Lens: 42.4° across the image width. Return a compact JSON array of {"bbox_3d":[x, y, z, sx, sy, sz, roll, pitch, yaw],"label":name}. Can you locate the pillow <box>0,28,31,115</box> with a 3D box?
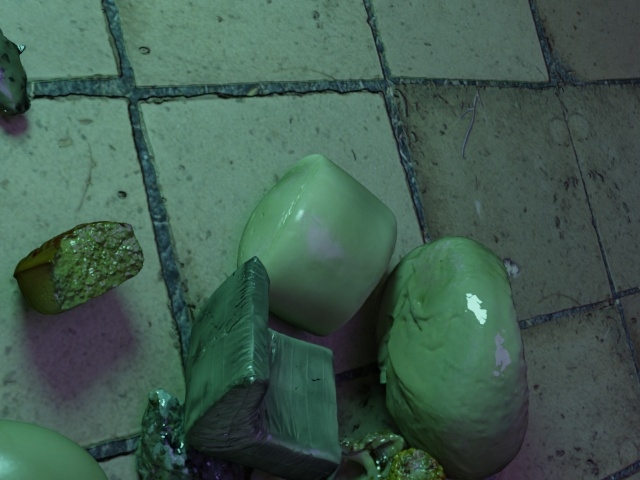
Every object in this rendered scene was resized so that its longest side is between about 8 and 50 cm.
[{"bbox_3d":[-0.445,-0.255,1.010,0.241,0.051,0.093,40,62,-20],"label":"pillow"}]

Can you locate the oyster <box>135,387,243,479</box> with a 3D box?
[{"bbox_3d":[-0.170,0.279,1.053,0.177,0.064,0.125,41,51,-19],"label":"oyster"}]

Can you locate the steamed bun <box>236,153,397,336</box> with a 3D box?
[{"bbox_3d":[0.000,0.000,1.201,0.200,0.155,0.250,39,54,-22],"label":"steamed bun"}]

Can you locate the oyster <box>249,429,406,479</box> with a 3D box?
[{"bbox_3d":[0.013,0.343,1.151,0.233,0.107,0.161,-28,82,-25],"label":"oyster"}]

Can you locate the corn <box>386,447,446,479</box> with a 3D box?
[{"bbox_3d":[0.132,0.418,1.141,0.106,0.106,0.293,-21,124,-39],"label":"corn"}]

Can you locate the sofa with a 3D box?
[{"bbox_3d":[-0.050,0.173,1.062,0.225,0.176,0.210,27,37,-25],"label":"sofa"}]

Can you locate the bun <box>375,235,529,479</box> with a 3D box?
[{"bbox_3d":[0.188,0.173,1.224,0.213,0.361,0.361,-7,77,7],"label":"bun"}]

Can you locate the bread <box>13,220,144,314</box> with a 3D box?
[{"bbox_3d":[-0.300,0.031,0.990,0.156,0.125,0.086,-35,106,-49],"label":"bread"}]

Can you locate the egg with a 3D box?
[{"bbox_3d":[-0.328,0.281,0.852,0.242,0.186,0.186,31,60,-24],"label":"egg"}]
